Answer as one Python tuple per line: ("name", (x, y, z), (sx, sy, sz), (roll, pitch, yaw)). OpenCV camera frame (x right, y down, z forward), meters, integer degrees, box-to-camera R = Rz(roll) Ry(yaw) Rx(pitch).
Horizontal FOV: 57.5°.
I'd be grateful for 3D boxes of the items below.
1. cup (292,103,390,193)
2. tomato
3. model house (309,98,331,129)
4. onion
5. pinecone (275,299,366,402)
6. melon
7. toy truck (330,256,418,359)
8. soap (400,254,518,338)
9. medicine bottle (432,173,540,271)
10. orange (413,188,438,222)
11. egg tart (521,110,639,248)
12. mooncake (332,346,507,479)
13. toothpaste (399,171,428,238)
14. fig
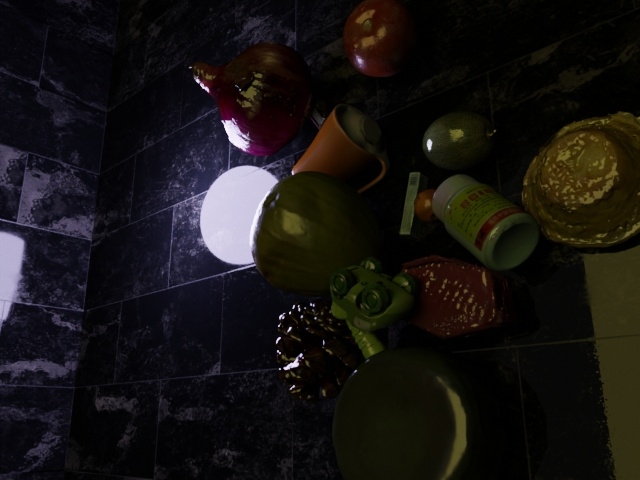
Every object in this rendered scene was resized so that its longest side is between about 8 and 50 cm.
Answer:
("cup", (0.061, -0.220, 1.610), (0.226, 0.182, 0.264), (51, 125, 6))
("tomato", (0.165, -0.543, 1.573), (0.208, 0.184, 0.208), (-7, 78, 32))
("model house", (-0.001, -0.383, 1.784), (0.083, 0.057, 0.058), (53, 143, 19))
("onion", (-0.216, -0.448, 1.772), (0.348, 0.385, 0.347), (-159, 90, -84))
("pinecone", (-0.004, 0.272, 1.453), (0.244, 0.244, 0.309), (41, 124, 43))
("melon", (0.325, -0.233, 1.357), (0.192, 0.139, 0.139), (-4, 75, 48))
("toy truck", (0.101, 0.145, 1.315), (0.187, 0.148, 0.210), (43, 129, 27))
("soap", (0.298, 0.128, 1.296), (0.289, 0.112, 0.182), (21, 98, 44))
("medicine bottle", (0.350, -0.043, 1.259), (0.139, 0.139, 0.225), (-57, 35, 15))
("orange", (0.267, -0.084, 1.410), (0.083, 0.083, 0.083), (-15, 67, 40))
("egg tart", (0.527, -0.125, 1.149), (0.295, 0.116, 0.294), (-18, 64, 40))
("mooncake", (0.210, 0.404, 1.238), (0.356, 0.194, 0.356), (-15, 65, 36))
("toothpaste", (0.235, -0.089, 1.464), (0.034, 0.046, 0.164), (3, 80, 42))
("fig", (0.002, -0.010, 1.490), (0.343, 0.343, 0.343), (-15, 67, 40))
